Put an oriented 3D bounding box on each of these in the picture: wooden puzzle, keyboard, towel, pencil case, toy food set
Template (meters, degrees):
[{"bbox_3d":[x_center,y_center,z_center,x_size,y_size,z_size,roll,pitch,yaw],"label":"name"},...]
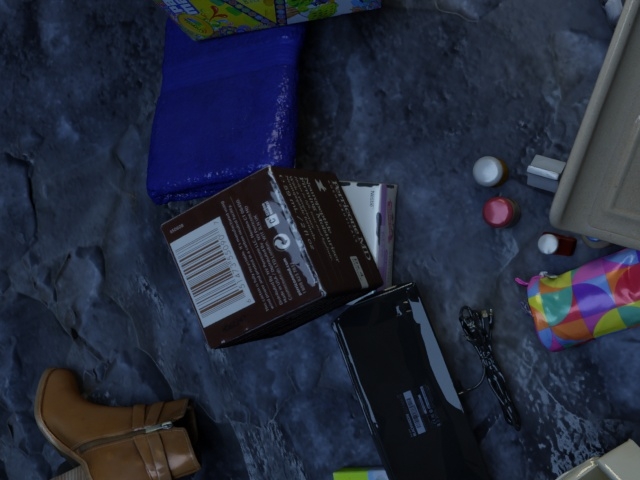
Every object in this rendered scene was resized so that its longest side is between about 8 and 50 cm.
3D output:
[{"bbox_3d":[0.446,-0.124,1.030,0.347,0.080,0.322,14,114,-3],"label":"wooden puzzle"},{"bbox_3d":[0.156,0.205,1.263,0.201,0.033,0.317,-20,89,-2],"label":"keyboard"},{"bbox_3d":[-0.120,-0.200,1.340,0.227,0.076,0.308,-9,63,27],"label":"towel"},{"bbox_3d":[0.358,0.058,1.177,0.236,0.104,0.105,-19,83,21],"label":"pencil case"},{"bbox_3d":[0.285,-0.041,1.201,0.232,0.104,0.111,19,98,22],"label":"toy food set"}]

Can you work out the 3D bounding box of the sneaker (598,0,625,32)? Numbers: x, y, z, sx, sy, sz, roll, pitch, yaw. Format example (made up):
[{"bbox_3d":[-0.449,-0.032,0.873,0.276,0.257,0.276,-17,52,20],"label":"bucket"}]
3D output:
[{"bbox_3d":[0.427,-0.280,1.144,0.180,0.124,0.321,-24,92,17],"label":"sneaker"}]

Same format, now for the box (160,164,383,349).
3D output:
[{"bbox_3d":[-0.055,0.020,1.216,0.167,0.203,0.169,-28,81,21],"label":"box"}]

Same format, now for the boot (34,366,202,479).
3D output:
[{"bbox_3d":[-0.297,0.267,1.447,0.220,0.109,0.283,-24,41,0],"label":"boot"}]

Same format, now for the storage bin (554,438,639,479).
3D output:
[{"bbox_3d":[0.364,0.390,1.038,0.123,0.260,0.262,-25,43,-14],"label":"storage bin"}]

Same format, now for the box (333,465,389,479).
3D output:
[{"bbox_3d":[0.111,0.354,1.314,0.178,0.042,0.109,-9,87,24],"label":"box"}]

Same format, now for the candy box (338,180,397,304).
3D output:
[{"bbox_3d":[0.000,0.000,1.341,0.196,0.070,0.165,3,92,23],"label":"candy box"}]

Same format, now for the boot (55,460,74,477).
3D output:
[{"bbox_3d":[-0.296,0.452,1.461,0.305,0.112,0.115,40,128,24],"label":"boot"}]

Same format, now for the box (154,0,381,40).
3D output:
[{"bbox_3d":[-0.072,-0.445,1.265,0.279,0.177,0.290,-4,69,23],"label":"box"}]
